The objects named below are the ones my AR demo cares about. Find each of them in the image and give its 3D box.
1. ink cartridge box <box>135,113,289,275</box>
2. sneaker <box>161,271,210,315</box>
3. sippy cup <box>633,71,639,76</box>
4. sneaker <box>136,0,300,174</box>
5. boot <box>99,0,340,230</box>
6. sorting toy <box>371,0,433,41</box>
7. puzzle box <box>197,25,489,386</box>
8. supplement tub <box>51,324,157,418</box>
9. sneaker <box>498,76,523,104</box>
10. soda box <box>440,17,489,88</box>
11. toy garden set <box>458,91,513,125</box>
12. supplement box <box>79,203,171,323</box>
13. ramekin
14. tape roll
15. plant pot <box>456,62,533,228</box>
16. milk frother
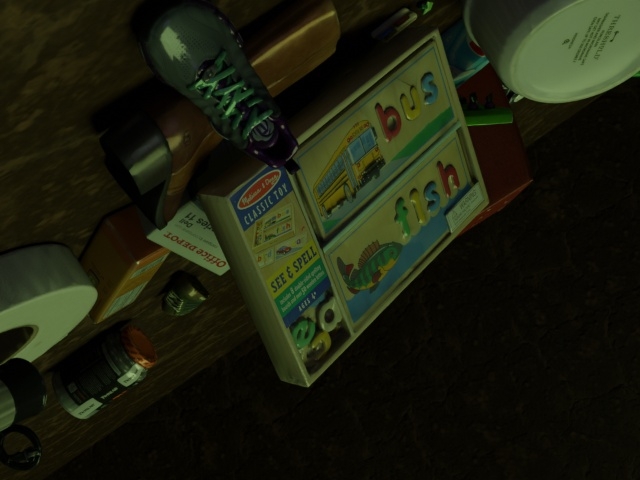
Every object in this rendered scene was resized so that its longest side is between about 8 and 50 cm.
[{"bbox_3d":[-0.107,-0.064,1.321,0.208,0.087,0.153,-36,142,19],"label":"ink cartridge box"},{"bbox_3d":[-0.266,0.113,2.031,0.086,0.064,0.192,-38,175,-2],"label":"sneaker"},{"bbox_3d":[0.471,-0.364,1.643,0.305,0.240,0.224,-10,-176,4],"label":"sippy cup"},{"bbox_3d":[-0.078,-0.138,0.959,0.083,0.098,0.223,-46,151,0],"label":"sneaker"},{"bbox_3d":[-0.106,-0.146,1.165,0.280,0.096,0.264,-40,166,-12],"label":"boot"},{"bbox_3d":[0.106,-0.281,1.350,0.083,0.012,0.062,-36,172,17],"label":"sorting toy"},{"bbox_3d":[0.049,-0.053,1.295,0.052,0.272,0.409,8,-139,44],"label":"puzzle box"},{"bbox_3d":[-0.422,0.255,2.081,0.190,0.117,0.117,-35,172,11],"label":"supplement tub"},{"bbox_3d":[0.357,-0.307,1.908,0.153,0.094,0.235,-43,-178,4],"label":"sneaker"},{"bbox_3d":[0.247,-0.309,1.553,0.210,0.067,0.071,-39,171,28],"label":"soda box"},{"bbox_3d":[0.154,-0.206,1.614,0.203,0.049,0.244,-5,-169,-11],"label":"toy garden set"},{"bbox_3d":[-0.277,0.032,1.462,0.080,0.078,0.233,-32,173,-37],"label":"supplement box"},{"bbox_3d":[0.326,-0.292,1.367,0.272,0.127,0.273,-11,150,-6],"label":"ramekin"},{"bbox_3d":[-0.467,0.138,1.352,0.392,0.072,0.392,-34,173,-5],"label":"tape roll"},{"bbox_3d":[0.223,-0.136,1.896,0.267,0.236,0.267,-32,173,-13],"label":"plant pot"},{"bbox_3d":[-0.430,0.247,1.376,0.129,0.143,0.134,-30,178,34],"label":"milk frother"}]
